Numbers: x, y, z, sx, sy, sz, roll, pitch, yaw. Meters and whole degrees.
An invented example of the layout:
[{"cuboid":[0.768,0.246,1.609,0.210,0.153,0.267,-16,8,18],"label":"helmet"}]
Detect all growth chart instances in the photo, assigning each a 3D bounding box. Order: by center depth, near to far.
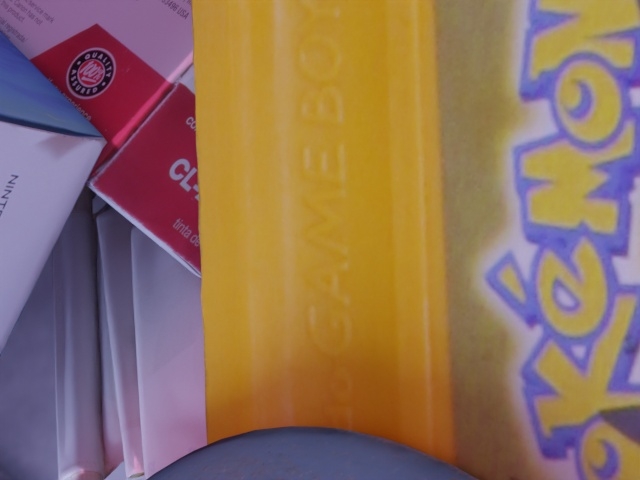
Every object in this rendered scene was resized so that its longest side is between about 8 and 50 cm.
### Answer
[{"cuboid":[0.000,0.000,0.538,0.237,0.021,0.172,-19,53,29],"label":"growth chart"}]

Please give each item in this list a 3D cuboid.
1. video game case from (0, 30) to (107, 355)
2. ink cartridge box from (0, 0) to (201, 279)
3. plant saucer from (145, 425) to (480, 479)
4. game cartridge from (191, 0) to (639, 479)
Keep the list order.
[{"cuboid":[-0.205,0.000,0.575,0.269,0.061,0.244,44,114,40],"label":"video game case"},{"cuboid":[-0.030,-0.096,0.553,0.175,0.072,0.127,-48,48,-2],"label":"ink cartridge box"},{"cuboid":[-0.010,0.204,0.402,0.317,0.044,0.317,0,90,48],"label":"plant saucer"},{"cuboid":[0.086,0.010,0.353,0.324,0.053,0.285,-4,88,46],"label":"game cartridge"}]
